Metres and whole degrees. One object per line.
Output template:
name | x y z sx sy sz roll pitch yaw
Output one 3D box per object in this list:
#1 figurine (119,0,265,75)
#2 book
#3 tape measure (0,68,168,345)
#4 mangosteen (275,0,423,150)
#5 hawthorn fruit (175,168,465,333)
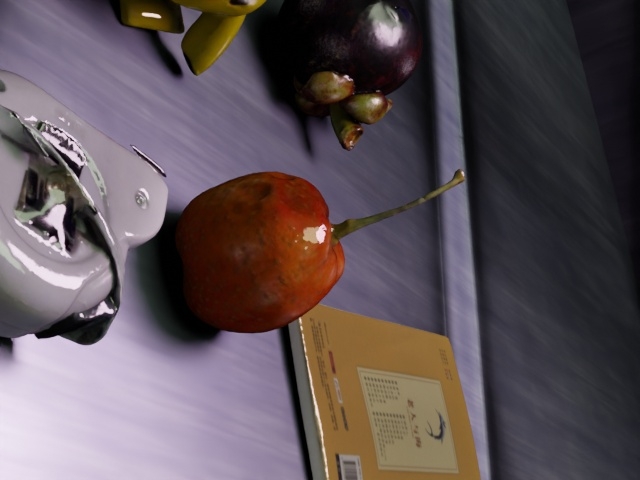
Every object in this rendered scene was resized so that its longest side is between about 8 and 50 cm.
figurine | -0.149 -0.307 1.192 0.327 0.169 0.218 27 90 -37
book | 0.087 0.219 1.430 0.389 0.032 0.269 21 54 -55
tape measure | -0.229 -0.022 0.927 0.236 0.120 0.197 39 41 -38
mangosteen | 0.034 -0.228 1.508 0.194 0.194 0.230 2 97 -61
hawthorn fruit | 0.000 0.000 1.147 0.165 0.285 0.165 -11 90 -69
